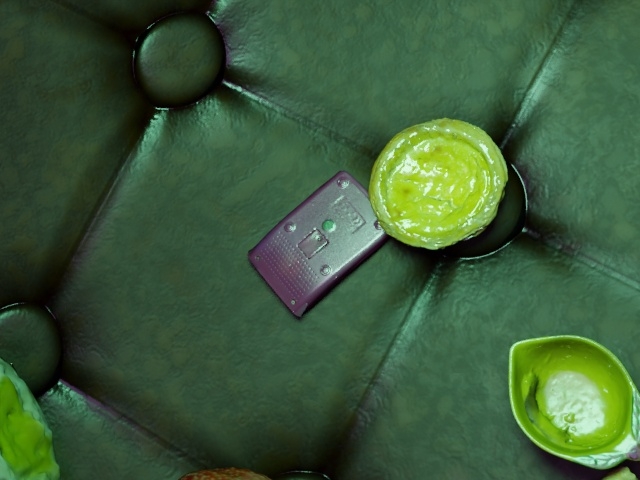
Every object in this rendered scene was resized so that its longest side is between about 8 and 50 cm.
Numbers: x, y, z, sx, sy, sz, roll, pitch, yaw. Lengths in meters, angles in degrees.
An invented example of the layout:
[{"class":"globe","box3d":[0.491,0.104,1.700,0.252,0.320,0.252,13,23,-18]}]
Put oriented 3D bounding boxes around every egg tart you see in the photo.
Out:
[{"class":"egg tart","box3d":[0.159,-0.073,1.575,0.191,0.074,0.191,-3,79,16]}]

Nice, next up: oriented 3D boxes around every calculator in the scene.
[{"class":"calculator","box3d":[0.000,0.000,1.629,0.190,0.034,0.127,-42,70,4]}]

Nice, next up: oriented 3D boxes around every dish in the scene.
[{"class":"dish","box3d":[0.324,0.206,1.474,0.149,0.080,0.207,-45,70,0]}]

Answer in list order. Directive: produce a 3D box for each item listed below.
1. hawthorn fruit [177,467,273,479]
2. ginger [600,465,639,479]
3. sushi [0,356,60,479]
[{"class":"hawthorn fruit","box3d":[-0.095,0.398,1.495,0.253,0.205,0.205,13,84,13]},{"class":"ginger","box3d":[0.358,0.362,1.425,0.216,0.102,0.157,-33,49,11]},{"class":"sushi","box3d":[-0.548,0.287,1.601,0.294,0.281,0.299,-19,82,18]}]
